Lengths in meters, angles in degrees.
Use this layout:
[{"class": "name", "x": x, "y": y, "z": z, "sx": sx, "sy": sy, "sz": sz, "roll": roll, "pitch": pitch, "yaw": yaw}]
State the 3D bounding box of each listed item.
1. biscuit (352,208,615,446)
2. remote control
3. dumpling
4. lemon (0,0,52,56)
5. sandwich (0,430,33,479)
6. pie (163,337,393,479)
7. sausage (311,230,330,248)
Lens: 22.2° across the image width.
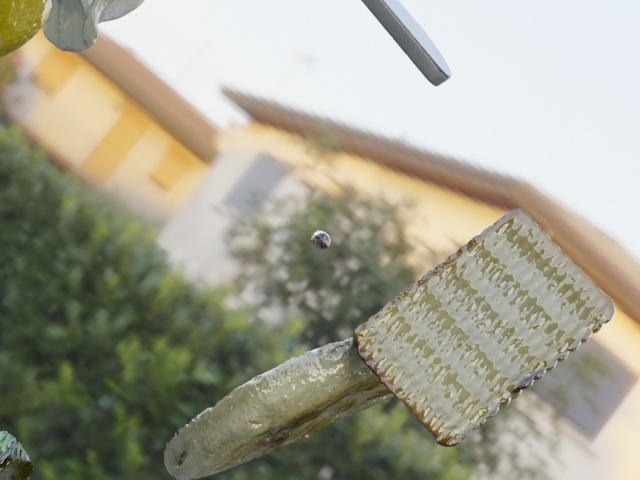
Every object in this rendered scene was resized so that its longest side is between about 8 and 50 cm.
[{"class": "biscuit", "x": 0.176, "y": 0.095, "z": 1.770, "sx": 0.172, "sy": 0.254, "sz": 0.029, "roll": 48, "pitch": -15, "yaw": 21}, {"class": "remote control", "x": 0.057, "y": -0.247, "z": 1.650, "sx": 0.245, "sy": 0.022, "sz": 0.077, "roll": 45, "pitch": 20, "yaw": -31}, {"class": "dumpling", "x": -0.218, "y": -0.243, "z": 1.545, "sx": 0.100, "sy": 0.134, "sz": 0.169, "roll": 12, "pitch": 34, "yaw": -44}, {"class": "lemon", "x": -0.404, "y": -0.300, "z": 1.794, "sx": 0.228, "sy": 0.228, "sz": 0.253, "roll": 40, "pitch": -21, "yaw": -13}, {"class": "sandwich", "x": -0.364, "y": 0.204, "z": 1.367, "sx": 0.159, "sy": 0.235, "sz": 0.079, "roll": 53, "pitch": -7, "yaw": 32}, {"class": "pie", "x": -0.030, "y": 0.191, "z": 1.906, "sx": 0.337, "sy": 0.338, "sz": 0.075, "roll": 77, "pitch": -12, "yaw": -79}, {"class": "sausage", "x": 0.000, "y": 0.000, "z": 2.378, "sx": 0.025, "sy": 0.028, "sz": 0.198, "roll": -2, "pitch": 2, "yaw": -1}]
